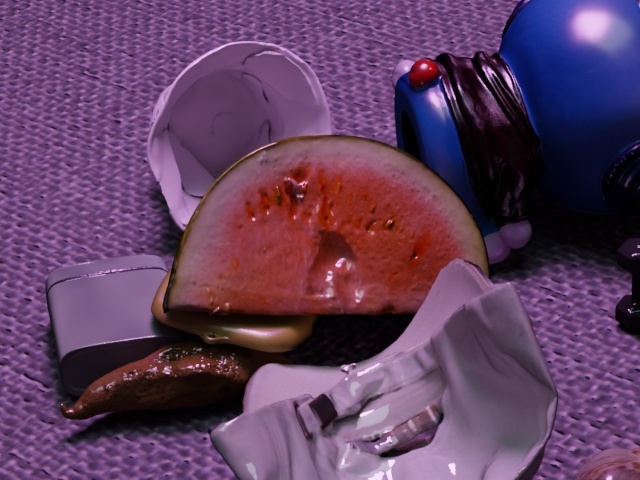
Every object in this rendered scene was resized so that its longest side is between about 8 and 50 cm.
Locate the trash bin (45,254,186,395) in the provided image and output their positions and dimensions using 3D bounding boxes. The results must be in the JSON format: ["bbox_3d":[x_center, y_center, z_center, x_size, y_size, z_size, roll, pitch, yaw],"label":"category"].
[{"bbox_3d":[-0.183,0.075,1.766,0.116,0.059,0.130,-10,34,-8],"label":"trash bin"}]

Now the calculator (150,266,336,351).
[{"bbox_3d":[-0.058,0.041,1.772,0.157,0.033,0.236,15,25,12],"label":"calculator"}]

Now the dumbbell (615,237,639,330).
[{"bbox_3d":[0.281,0.038,1.741,0.036,0.083,0.040,-18,34,-23],"label":"dumbbell"}]

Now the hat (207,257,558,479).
[{"bbox_3d":[0.062,0.142,1.585,0.257,0.168,0.301,-26,9,3],"label":"hat"}]

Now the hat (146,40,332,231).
[{"bbox_3d":[-0.096,-0.105,1.955,0.203,0.203,0.126,-16,16,-18],"label":"hat"}]

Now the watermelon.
[{"bbox_3d":[-0.010,-0.004,1.764,0.303,0.159,0.128,0,-10,-21],"label":"watermelon"}]

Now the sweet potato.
[{"bbox_3d":[-0.123,0.118,1.690,0.205,0.060,0.068,-14,-4,-9],"label":"sweet potato"}]

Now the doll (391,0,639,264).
[{"bbox_3d":[0.233,-0.125,1.877,0.309,0.240,0.284,-14,48,-5],"label":"doll"}]

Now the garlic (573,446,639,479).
[{"bbox_3d":[0.259,0.210,1.464,0.159,0.102,0.147,2,17,-12],"label":"garlic"}]
